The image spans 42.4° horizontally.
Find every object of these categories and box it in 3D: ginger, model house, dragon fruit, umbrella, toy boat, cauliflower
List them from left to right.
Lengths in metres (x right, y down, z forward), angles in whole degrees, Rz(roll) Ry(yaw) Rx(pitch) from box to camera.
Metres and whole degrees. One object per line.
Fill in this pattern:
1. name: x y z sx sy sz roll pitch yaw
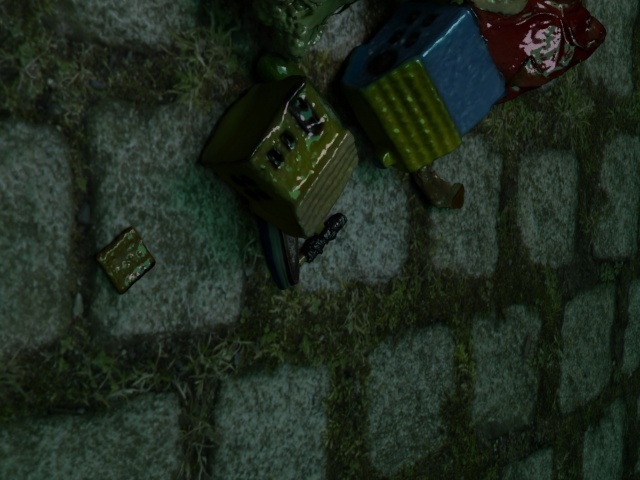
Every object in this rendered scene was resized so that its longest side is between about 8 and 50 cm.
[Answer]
1. toy boat: -0.071 -0.015 1.526 0.080 0.045 0.229 -20 108 -46
2. model house: -0.054 -0.133 1.419 0.234 0.174 0.193 47 64 -34
3. cauliflower: -0.005 -0.457 1.351 0.260 0.281 0.327 -22 117 -36
4. umbrella: 0.000 0.000 1.600 0.144 0.040 0.037 -46 134 -28
5. model house: 0.190 -0.294 1.625 0.303 0.215 0.237 -48 128 -14
6. ginger: 0.243 -0.131 1.810 0.069 0.051 0.173 -58 133 -26
7. dragon fruit: 0.455 -0.491 1.838 0.286 0.227 0.329 -42 126 -30

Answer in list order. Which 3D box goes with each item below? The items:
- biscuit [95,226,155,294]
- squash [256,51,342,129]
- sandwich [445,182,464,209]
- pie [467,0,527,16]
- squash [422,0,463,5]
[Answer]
1. biscuit: -0.309 0.032 1.313 0.083 0.018 0.081 -47 126 -30
2. squash: -0.035 -0.261 1.506 0.229 0.066 0.066 43 67 -42
3. sandwich: 0.309 -0.091 1.894 0.083 0.031 0.044 -54 125 -21
4. pie: 0.275 -0.552 1.616 0.339 0.339 0.077 -26 150 -39
5. squash: 0.251 -0.506 1.748 0.184 0.085 0.192 93 19 -47
